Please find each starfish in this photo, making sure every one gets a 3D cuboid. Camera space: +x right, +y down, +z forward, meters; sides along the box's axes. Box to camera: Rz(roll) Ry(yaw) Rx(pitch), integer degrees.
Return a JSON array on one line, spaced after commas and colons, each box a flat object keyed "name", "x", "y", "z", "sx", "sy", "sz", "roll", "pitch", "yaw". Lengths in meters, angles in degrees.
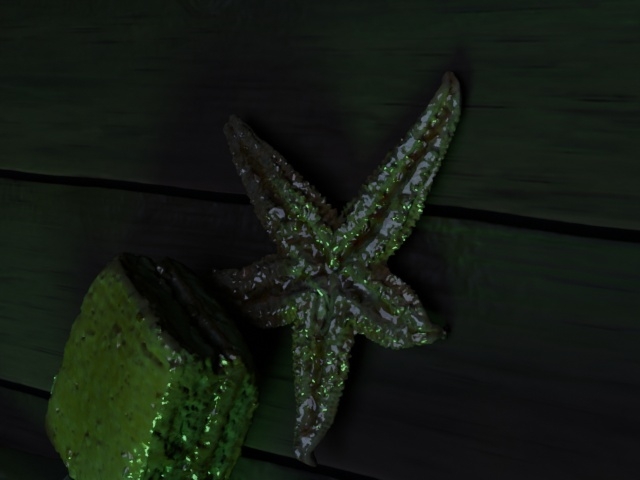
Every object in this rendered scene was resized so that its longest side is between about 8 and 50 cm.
[{"name": "starfish", "x": -0.004, "y": 0.000, "z": 0.751, "sx": 0.231, "sy": 0.048, "sz": 0.295, "roll": 31, "pitch": 109, "yaw": 30}]

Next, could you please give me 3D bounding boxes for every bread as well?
[{"name": "bread", "x": -0.124, "y": 0.115, "z": 0.790, "sx": 0.138, "sy": 0.102, "sz": 0.196, "roll": 44, "pitch": 127, "yaw": 34}]

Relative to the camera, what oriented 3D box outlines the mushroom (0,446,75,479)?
[{"name": "mushroom", "x": -0.216, "y": 0.335, "z": 0.869, "sx": 0.159, "sy": 0.122, "sz": 0.329, "roll": 10, "pitch": 102, "yaw": 13}]
